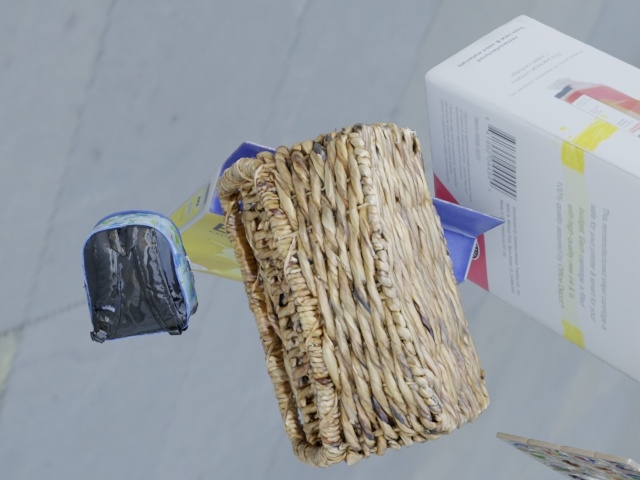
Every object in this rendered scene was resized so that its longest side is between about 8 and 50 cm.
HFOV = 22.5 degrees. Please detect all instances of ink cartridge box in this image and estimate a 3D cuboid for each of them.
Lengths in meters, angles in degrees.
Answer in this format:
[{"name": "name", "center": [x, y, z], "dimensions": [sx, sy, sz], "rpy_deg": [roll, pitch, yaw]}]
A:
[{"name": "ink cartridge box", "center": [0.000, 0.000, 1.780], "dimensions": [0.307, 0.304, 0.072], "rpy_deg": [151, -48, -67]}, {"name": "ink cartridge box", "center": [0.306, -0.031, 1.712], "dimensions": [0.160, 0.385, 0.279], "rpy_deg": [-32, 136, -27]}]

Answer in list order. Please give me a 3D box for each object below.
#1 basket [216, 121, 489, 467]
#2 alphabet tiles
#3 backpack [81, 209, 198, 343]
[{"name": "basket", "center": [-0.001, 0.059, 1.494], "dimensions": [0.213, 0.223, 0.299], "rpy_deg": [-13, 88, -70]}, {"name": "alphabet tiles", "center": [0.325, 0.245, 1.634], "dimensions": [0.198, 0.237, 0.009], "rpy_deg": [33, 70, -45]}, {"name": "backpack", "center": [-0.175, 0.028, 1.540], "dimensions": [0.084, 0.105, 0.114], "rpy_deg": [-72, 154, -69]}]
